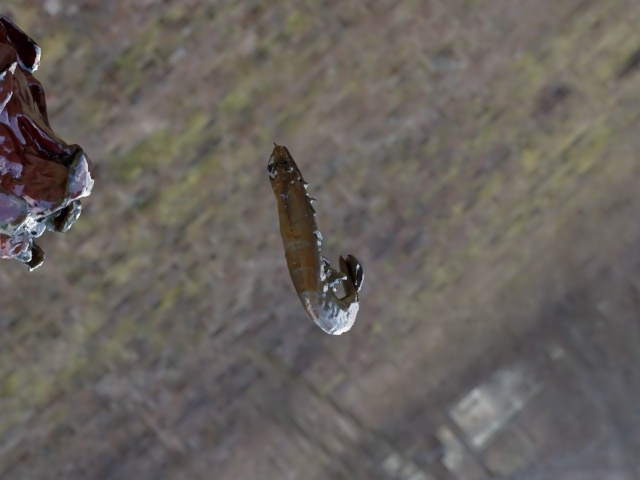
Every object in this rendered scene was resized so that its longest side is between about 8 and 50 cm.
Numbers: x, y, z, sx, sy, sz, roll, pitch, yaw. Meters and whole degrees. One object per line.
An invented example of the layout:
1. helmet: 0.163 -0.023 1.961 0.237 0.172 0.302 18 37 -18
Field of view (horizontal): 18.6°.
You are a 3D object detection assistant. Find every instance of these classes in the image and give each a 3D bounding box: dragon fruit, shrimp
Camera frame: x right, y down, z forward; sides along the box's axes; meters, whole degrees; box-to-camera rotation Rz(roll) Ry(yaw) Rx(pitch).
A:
1. dragon fruit: -0.305 -0.079 1.358 0.244 0.298 0.244 16 90 -84
2. shrimp: 0.001 -0.001 1.764 0.034 0.178 0.124 -23 163 25
